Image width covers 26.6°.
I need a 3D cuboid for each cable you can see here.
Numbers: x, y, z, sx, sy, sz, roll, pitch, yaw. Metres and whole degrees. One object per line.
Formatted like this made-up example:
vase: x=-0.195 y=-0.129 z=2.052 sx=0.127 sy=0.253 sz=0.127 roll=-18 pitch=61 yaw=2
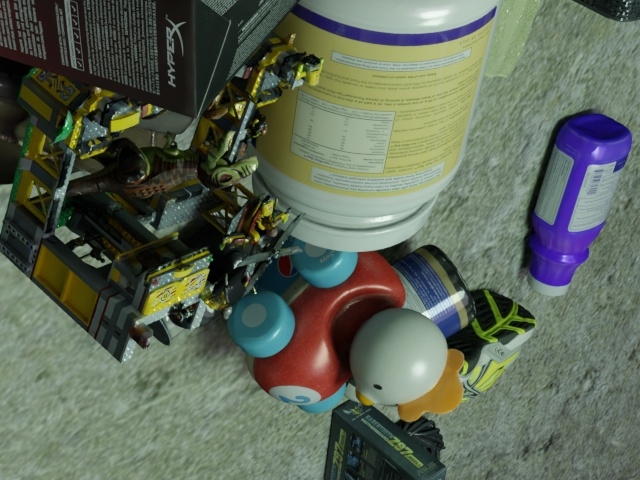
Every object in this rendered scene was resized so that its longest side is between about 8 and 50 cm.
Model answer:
cable: x=0.128 y=0.341 z=2.128 sx=0.184 sy=0.047 sz=0.150 roll=-13 pitch=124 yaw=-41

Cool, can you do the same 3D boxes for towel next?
towel: x=0.234 y=-0.273 z=1.712 sx=0.110 sy=0.027 sz=0.148 roll=-11 pitch=128 yaw=-46

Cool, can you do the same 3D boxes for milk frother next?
milk frother: x=-0.150 y=0.018 z=1.468 sx=0.135 sy=0.129 sz=0.143 roll=-39 pitch=101 yaw=-21

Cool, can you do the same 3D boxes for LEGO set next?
LEGO set: x=-0.104 y=-0.044 z=1.154 sx=0.331 sy=0.192 sz=0.255 roll=-16 pitch=140 yaw=-55

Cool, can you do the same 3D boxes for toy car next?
toy car: x=0.054 y=0.135 z=1.549 sx=0.210 sy=0.238 sz=0.219 roll=-48 pitch=145 yaw=-8

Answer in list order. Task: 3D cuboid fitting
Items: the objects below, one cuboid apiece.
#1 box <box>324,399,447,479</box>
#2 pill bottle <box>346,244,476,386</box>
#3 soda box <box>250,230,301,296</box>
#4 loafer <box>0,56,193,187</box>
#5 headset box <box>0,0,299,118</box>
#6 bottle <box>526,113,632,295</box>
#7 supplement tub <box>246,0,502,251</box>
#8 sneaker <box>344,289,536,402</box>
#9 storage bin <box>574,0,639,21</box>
box: x=0.087 y=0.367 z=1.969 sx=0.059 sy=0.183 sz=0.233 roll=-26 pitch=137 yaw=-36
pill bottle: x=0.083 y=0.107 z=1.771 sx=0.219 sy=0.123 sz=0.123 roll=-30 pitch=142 yaw=-9
soda box: x=0.000 y=0.000 z=1.639 sx=0.071 sy=0.067 sz=0.210 roll=13 pitch=111 yaw=-54
loafer: x=-0.256 y=-0.099 z=1.181 sx=0.366 sy=0.134 sz=0.130 roll=9 pitch=114 yaw=-54
headset box: x=-0.172 y=-0.229 z=1.019 sx=0.218 sy=0.293 sz=0.110 roll=-57 pitch=159 yaw=-44
bottle: x=0.377 y=-0.048 z=2.027 sx=0.118 sy=0.092 sz=0.283 roll=-19 pitch=134 yaw=-39
supplement tub: x=0.044 y=-0.175 z=1.367 sx=0.241 sy=0.241 sz=0.331 roll=-28 pitch=145 yaw=-33
sneaker: x=0.169 y=0.188 z=1.945 sx=0.384 sy=0.145 sz=0.147 roll=-10 pitch=127 yaw=-44
storage bin: x=0.406 y=-0.355 z=1.760 sx=0.180 sy=0.122 sz=0.084 roll=-20 pitch=134 yaw=-39
